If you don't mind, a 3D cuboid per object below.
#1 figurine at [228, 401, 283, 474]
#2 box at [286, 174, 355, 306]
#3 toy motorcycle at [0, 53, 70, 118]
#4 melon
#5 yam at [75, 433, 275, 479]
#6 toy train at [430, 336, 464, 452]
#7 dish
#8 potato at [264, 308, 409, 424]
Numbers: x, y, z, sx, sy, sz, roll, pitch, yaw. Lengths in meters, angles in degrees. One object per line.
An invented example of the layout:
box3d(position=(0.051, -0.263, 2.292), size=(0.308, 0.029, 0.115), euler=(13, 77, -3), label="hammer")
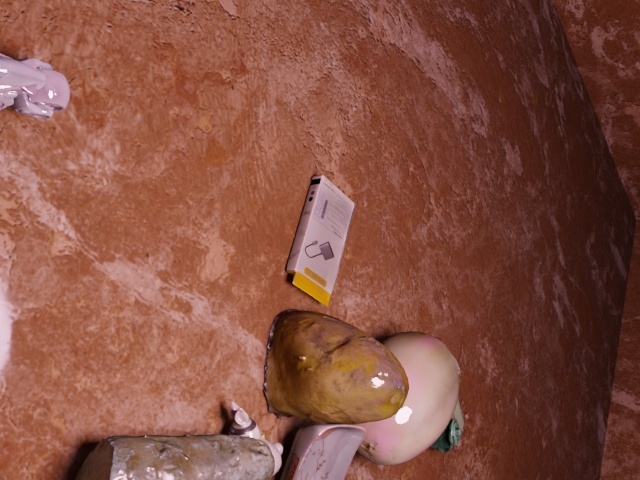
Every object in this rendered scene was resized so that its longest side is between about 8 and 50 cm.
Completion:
box3d(position=(-0.130, 0.359, 1.131), size=(0.146, 0.081, 0.098), euler=(56, 48, -33), label="figurine")
box3d(position=(0.000, 0.000, 1.360), size=(0.129, 0.033, 0.247), euler=(39, 58, -43), label="box")
box3d(position=(-0.422, -0.202, 0.798), size=(0.254, 0.112, 0.112), euler=(1, 86, -50), label="toy motorcycle")
box3d(position=(0.174, 0.327, 1.398), size=(0.317, 0.223, 0.223), euler=(-43, 120, -44), label="melon")
box3d(position=(-0.206, 0.348, 0.976), size=(0.330, 0.133, 0.133), euler=(9, 80, -42), label="yam")
box3d(position=(0.287, 0.379, 1.631), size=(0.177, 0.116, 0.285), euler=(-45, 121, -57), label="toy train")
box3d(position=(-0.014, 0.438, 1.242), size=(0.151, 0.077, 0.212), euler=(16, 93, -48), label="dish")
box3d(position=(0.043, 0.244, 1.217), size=(0.229, 0.266, 0.229), euler=(-1, 92, -50), label="potato")
